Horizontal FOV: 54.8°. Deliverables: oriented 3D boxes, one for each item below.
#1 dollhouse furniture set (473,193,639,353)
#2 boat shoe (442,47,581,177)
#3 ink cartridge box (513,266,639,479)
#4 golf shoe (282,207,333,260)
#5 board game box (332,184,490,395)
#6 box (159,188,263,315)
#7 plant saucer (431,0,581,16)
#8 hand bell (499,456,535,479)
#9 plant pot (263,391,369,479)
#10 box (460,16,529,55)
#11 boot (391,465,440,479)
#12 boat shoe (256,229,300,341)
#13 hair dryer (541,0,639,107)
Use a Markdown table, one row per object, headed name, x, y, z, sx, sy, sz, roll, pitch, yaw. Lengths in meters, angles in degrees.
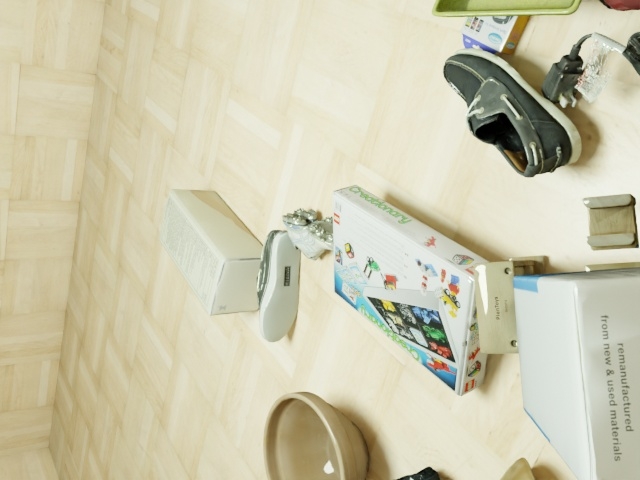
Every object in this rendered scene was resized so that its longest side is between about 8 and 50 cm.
| name | x | y | z | sx | sy | sz | roll | pitch | yaw |
| --- | --- | --- | --- | --- | --- | --- | --- | --- | --- |
| dollhouse furniture set | 0.311 | 0.063 | 0.666 | 0.242 | 0.161 | 0.212 | -6 | 86 | 31 |
| boat shoe | 0.218 | -0.166 | 0.775 | 0.233 | 0.079 | 0.084 | 57 | 171 | 36 |
| ink cartridge box | 0.313 | 0.077 | 0.434 | 0.307 | 0.223 | 0.129 | -4 | 86 | 8 |
| golf shoe | 0.000 | 0.000 | 1.119 | 0.176 | 0.069 | 0.086 | 27 | 132 | 53 |
| board game box | 0.122 | 0.061 | 0.906 | 0.305 | 0.053 | 0.193 | 37 | 138 | 46 |
| box | -0.242 | 0.018 | 1.377 | 0.311 | 0.121 | 0.148 | 46 | 126 | 42 |
| plant saucer | 0.248 | -0.340 | 0.728 | 0.188 | 0.045 | 0.189 | 18 | 86 | 43 |
| hand bell | 0.306 | 0.368 | 0.693 | 0.242 | 0.126 | 0.126 | 27 | 113 | 36 |
| plant pot | 0.007 | 0.375 | 1.064 | 0.237 | 0.109 | 0.238 | 4 | 95 | 53 |
| box | 0.238 | -0.308 | 0.807 | 0.081 | 0.028 | 0.136 | 48 | 129 | 41 |
| boot | 0.175 | 0.424 | 0.852 | 0.246 | 0.094 | 0.207 | -39 | 64 | 54 |
| boat shoe | -0.088 | 0.088 | 1.218 | 0.070 | 0.077 | 0.220 | 10 | 91 | 52 |
| hair dryer | 0.363 | -0.221 | 0.613 | 0.224 | 0.080 | 0.294 | 50 | 143 | 36 |
